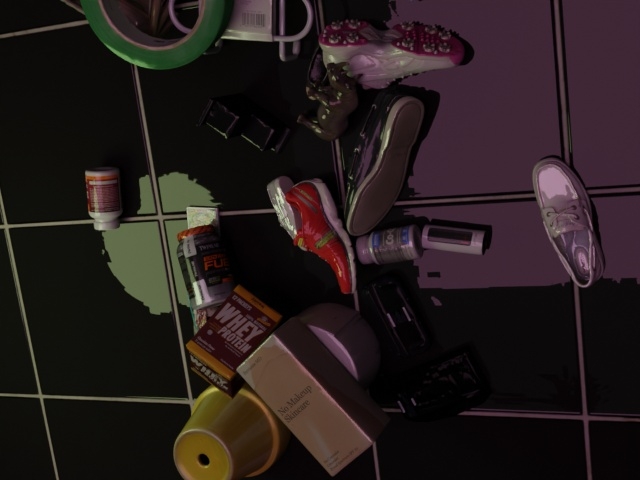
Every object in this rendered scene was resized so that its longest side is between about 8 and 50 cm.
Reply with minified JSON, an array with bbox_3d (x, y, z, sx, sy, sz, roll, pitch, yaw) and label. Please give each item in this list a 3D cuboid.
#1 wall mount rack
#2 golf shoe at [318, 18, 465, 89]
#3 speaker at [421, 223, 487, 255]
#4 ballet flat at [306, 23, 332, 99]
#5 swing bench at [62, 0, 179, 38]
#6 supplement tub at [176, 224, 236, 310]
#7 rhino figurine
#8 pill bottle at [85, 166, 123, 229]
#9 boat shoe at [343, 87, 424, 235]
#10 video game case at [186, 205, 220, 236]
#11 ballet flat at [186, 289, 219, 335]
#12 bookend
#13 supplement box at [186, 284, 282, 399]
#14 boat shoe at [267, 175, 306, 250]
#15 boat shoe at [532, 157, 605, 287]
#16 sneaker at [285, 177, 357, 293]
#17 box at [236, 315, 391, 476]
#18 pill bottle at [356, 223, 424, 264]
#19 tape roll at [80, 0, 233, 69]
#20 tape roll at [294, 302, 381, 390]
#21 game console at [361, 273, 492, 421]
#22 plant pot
[{"bbox_3d":[-0.155,-0.554,1.894,0.350,0.130,0.303,10,110,20],"label":"wall mount rack"},{"bbox_3d":[0.151,-0.384,1.830,0.307,0.115,0.140,9,136,15],"label":"golf shoe"},{"bbox_3d":[0.292,-0.002,1.882,0.136,0.055,0.055,8,106,21],"label":"speaker"},{"bbox_3d":[-0.001,-0.393,1.906,0.058,0.049,0.173,23,111,17],"label":"ballet flat"},{"bbox_3d":[-0.443,-0.612,1.976,0.253,0.165,0.254,34,119,11],"label":"swing bench"},{"bbox_3d":[-0.276,0.064,2.077,0.117,0.117,0.190,-20,84,26],"label":"supplement tub"},{"bbox_3d":[0.028,-0.302,1.856,0.106,0.073,0.243,29,146,2],"label":"rhino figurine"},{"bbox_3d":[-0.544,-0.106,2.186,0.086,0.086,0.151,4,104,22],"label":"pill bottle"},{"bbox_3d":[0.113,-0.175,1.884,0.113,0.127,0.339,44,130,38],"label":"boat shoe"},{"bbox_3d":[-0.287,-0.023,2.141,0.087,0.011,0.121,3,105,22],"label":"video game case"},{"bbox_3d":[-0.287,0.204,2.173,0.077,0.091,0.240,-7,107,-7],"label":"ballet flat"},{"bbox_3d":[-0.169,-0.255,1.953,0.157,0.156,0.072,36,114,10],"label":"bookend"},{"bbox_3d":[-0.200,0.240,2.029,0.129,0.191,0.194,35,158,11],"label":"supplement box"},{"bbox_3d":[-0.072,-0.058,2.018,0.063,0.066,0.184,-20,101,45],"label":"boat shoe"},{"bbox_3d":[0.506,-0.035,1.760,0.098,0.096,0.277,-22,94,26],"label":"boat shoe"},{"bbox_3d":[0.000,0.000,1.960,0.118,0.107,0.278,-22,84,-6],"label":"sneaker"},{"bbox_3d":[-0.015,0.332,1.870,0.311,0.121,0.148,46,116,6],"label":"box"},{"bbox_3d":[0.154,0.012,1.929,0.137,0.078,0.078,-10,99,24],"label":"pill bottle"},{"bbox_3d":[-0.346,-0.526,1.829,0.322,0.077,0.321,5,116,9],"label":"tape roll"},{"bbox_3d":[0.000,0.284,2.014,0.246,0.169,0.246,6,106,22],"label":"tape roll"},{"bbox_3d":[0.222,0.241,1.981,0.213,0.044,0.361,-27,93,24],"label":"game console"},{"bbox_3d":[-0.232,0.486,2.124,0.254,0.239,0.253,6,106,22],"label":"plant pot"}]
